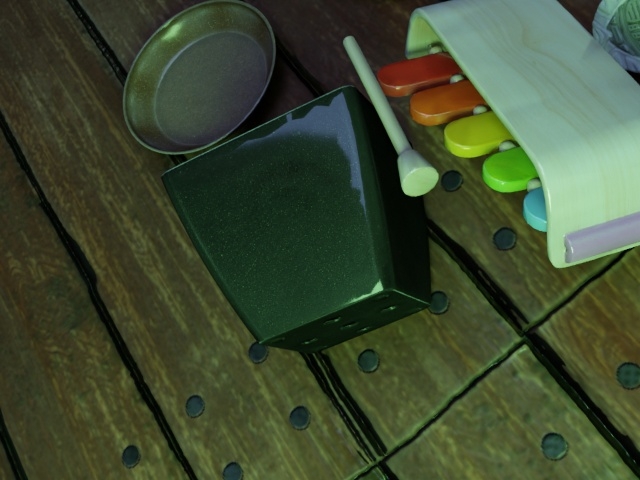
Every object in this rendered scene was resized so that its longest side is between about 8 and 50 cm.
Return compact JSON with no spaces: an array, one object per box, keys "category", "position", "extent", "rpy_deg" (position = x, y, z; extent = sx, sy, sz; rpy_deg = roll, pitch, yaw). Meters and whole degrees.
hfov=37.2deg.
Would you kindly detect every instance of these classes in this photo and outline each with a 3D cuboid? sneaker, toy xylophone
[{"category":"sneaker","position":[0.349,-0.201,0.812],"extent":[0.232,0.115,0.090],"rpy_deg":[-7,98,47]},{"category":"toy xylophone","position":[0.150,-0.114,0.798],"extent":[0.236,0.081,0.323],"rpy_deg":[-10,46,-5]}]

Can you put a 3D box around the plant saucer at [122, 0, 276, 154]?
[{"category":"plant saucer","position":[-0.131,-0.179,1.071],"extent":[0.198,0.036,0.199],"rpy_deg":[-11,63,23]}]

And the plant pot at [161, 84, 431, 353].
[{"category":"plant pot","position":[0.000,0.000,0.848],"extent":[0.187,0.188,0.167],"rpy_deg":[-23,73,16]}]
